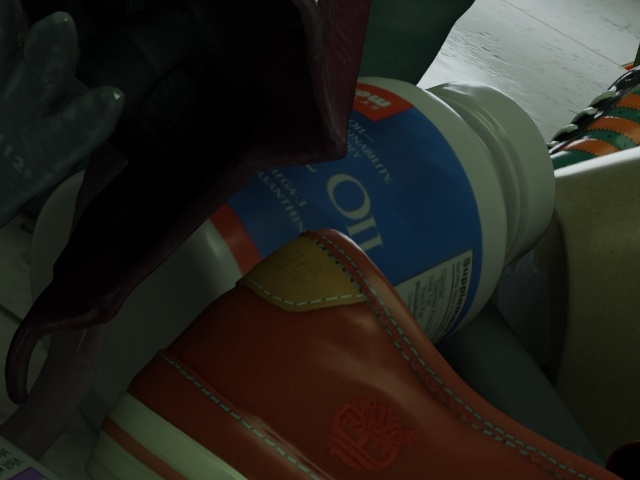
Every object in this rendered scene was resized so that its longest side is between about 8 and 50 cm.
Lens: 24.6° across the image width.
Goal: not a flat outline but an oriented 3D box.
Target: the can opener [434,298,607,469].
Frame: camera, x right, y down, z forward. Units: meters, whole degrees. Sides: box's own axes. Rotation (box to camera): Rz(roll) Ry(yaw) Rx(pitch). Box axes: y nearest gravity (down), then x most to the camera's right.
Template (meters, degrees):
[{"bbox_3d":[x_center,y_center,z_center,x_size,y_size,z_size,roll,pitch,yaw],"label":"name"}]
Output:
[{"bbox_3d":[0.075,0.101,0.609,0.093,0.074,0.280,18,22,-19],"label":"can opener"}]

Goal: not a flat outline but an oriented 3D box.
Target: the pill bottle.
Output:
[{"bbox_3d":[0.000,0.000,0.617,0.124,0.124,0.221,37,39,26],"label":"pill bottle"}]

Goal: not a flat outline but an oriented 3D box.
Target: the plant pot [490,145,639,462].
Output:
[{"bbox_3d":[0.228,0.043,0.748,0.273,0.257,0.256,3,27,-14],"label":"plant pot"}]

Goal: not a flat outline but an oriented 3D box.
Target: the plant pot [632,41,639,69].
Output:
[{"bbox_3d":[0.381,-0.112,1.085,0.366,0.353,0.366,23,21,-10],"label":"plant pot"}]

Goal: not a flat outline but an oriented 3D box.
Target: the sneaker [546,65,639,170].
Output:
[{"bbox_3d":[0.181,-0.036,0.897,0.302,0.108,0.121,-12,52,-20],"label":"sneaker"}]

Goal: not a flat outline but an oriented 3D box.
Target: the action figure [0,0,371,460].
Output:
[{"bbox_3d":[-0.021,-0.103,0.481,0.248,0.276,0.370,22,42,13],"label":"action figure"}]

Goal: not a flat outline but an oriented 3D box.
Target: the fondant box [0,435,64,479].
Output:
[{"bbox_3d":[-0.025,0.185,0.265,0.330,0.096,0.238,31,21,14],"label":"fondant box"}]

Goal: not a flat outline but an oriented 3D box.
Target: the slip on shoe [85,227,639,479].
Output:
[{"bbox_3d":[0.093,0.113,0.423,0.331,0.101,0.123,35,-9,-13],"label":"slip on shoe"}]

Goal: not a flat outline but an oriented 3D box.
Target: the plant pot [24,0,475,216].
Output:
[{"bbox_3d":[-0.086,-0.117,0.763,0.293,0.196,0.293,24,21,-10],"label":"plant pot"}]
